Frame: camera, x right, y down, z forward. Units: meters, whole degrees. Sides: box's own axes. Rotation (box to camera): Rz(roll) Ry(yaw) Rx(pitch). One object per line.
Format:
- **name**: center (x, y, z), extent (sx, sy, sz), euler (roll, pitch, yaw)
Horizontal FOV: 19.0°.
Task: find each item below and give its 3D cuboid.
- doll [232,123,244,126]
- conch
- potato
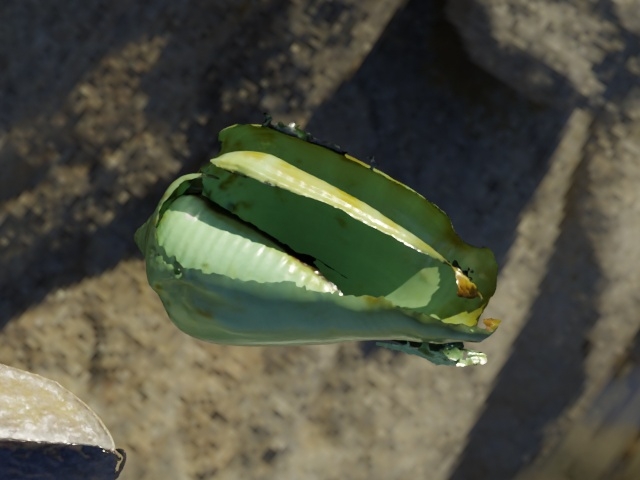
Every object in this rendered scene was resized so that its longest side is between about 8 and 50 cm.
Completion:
- **doll**: center (-0.035, -0.015, 1.191), extent (0.076, 0.078, 0.113), euler (-11, 128, -48)
- **conch**: center (0.000, 0.000, 0.849), extent (0.079, 0.170, 0.106), euler (-40, 138, -77)
- **potato**: center (-0.289, 0.145, 1.432), extent (0.261, 0.100, 0.120), euler (7, 135, -23)
